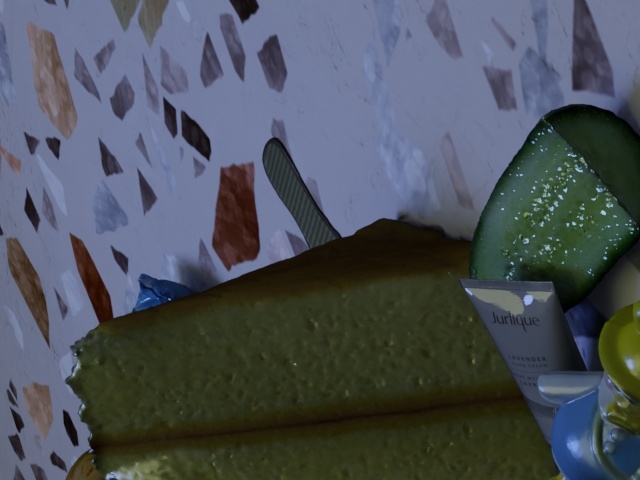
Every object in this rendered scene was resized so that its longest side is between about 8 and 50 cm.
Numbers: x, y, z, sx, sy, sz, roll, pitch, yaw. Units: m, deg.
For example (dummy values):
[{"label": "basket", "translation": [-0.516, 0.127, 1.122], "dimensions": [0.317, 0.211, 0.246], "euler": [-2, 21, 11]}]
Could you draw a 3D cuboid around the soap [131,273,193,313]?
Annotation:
[{"label": "soap", "translation": [-0.162, 0.183, 2.196], "dimensions": [0.156, 0.077, 0.293], "euler": [-142, 40, -67]}]

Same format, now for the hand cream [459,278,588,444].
[{"label": "hand cream", "translation": [0.181, 0.099, 1.451], "dimensions": [0.087, 0.054, 0.186], "euler": [1, 133, 38]}]

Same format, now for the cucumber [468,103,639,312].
[{"label": "cucumber", "translation": [0.184, -0.011, 1.412], "dimensions": [0.115, 0.063, 0.244], "euler": [46, 148, 8]}]

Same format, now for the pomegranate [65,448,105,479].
[{"label": "pomegranate", "translation": [-0.241, 0.369, 2.370], "dimensions": [0.215, 0.215, 0.215], "euler": [43, 143, 45]}]

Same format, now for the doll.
[{"label": "doll", "translation": [0.239, 0.128, 1.367], "dimensions": [0.135, 0.098, 0.241], "euler": [60, 155, 33]}]

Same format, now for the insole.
[{"label": "insole", "translation": [0.000, 0.000, 1.857], "dimensions": [0.253, 0.005, 0.086], "euler": [59, 151, 24]}]

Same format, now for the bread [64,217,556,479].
[{"label": "bread", "translation": [-0.015, 0.147, 1.579], "dimensions": [0.245, 0.361, 0.233], "euler": [20, 124, 62]}]
